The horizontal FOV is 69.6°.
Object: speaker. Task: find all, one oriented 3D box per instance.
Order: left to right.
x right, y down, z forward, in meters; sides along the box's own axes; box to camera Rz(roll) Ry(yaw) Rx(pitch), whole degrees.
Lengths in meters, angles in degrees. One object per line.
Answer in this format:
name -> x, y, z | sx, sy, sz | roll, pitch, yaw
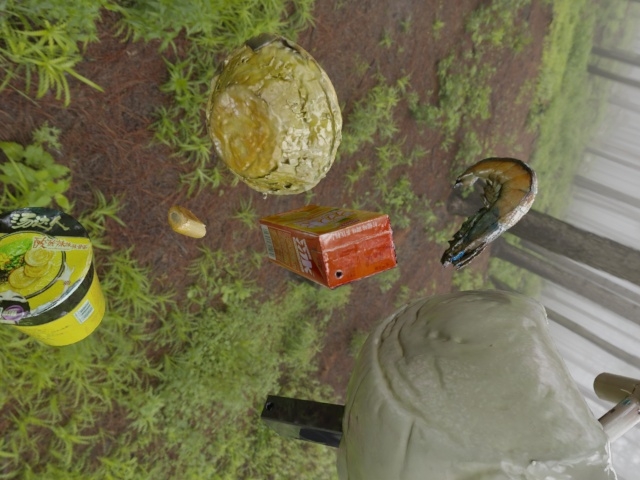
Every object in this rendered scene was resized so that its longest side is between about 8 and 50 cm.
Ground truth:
speaker -> 0.017, 0.292, 0.729 | 0.082, 0.218, 0.044 | 62, 37, -41

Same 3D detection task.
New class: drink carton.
drink carton -> 0.000, 0.000, 0.618 | 0.096, 0.223, 0.071 | -17, 103, -21

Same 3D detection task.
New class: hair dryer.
hair dryer -> 0.434, 0.288, 0.712 | 0.220, 0.054, 0.195 | -31, 173, -4

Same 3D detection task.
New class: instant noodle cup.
instant noodle cup -> -0.502, 0.088, 0.847 | 0.215, 0.215, 0.236 | -44, 163, -28

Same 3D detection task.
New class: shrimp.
shrimp -> 0.354, -0.074, 1.063 | 0.054, 0.222, 0.290 | 26, 110, -34

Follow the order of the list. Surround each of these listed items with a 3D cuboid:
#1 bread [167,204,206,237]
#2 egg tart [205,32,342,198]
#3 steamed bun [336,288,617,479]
bread -> -0.301, -0.039, 1.025 | 0.049, 0.062, 0.103 | -38, 167, 2
egg tart -> -0.116, -0.228, 0.913 | 0.132, 0.341, 0.341 | -40, 150, -47
steamed bun -> 0.140, 0.188, 0.498 | 0.383, 0.236, 0.247 | -43, 131, -70
